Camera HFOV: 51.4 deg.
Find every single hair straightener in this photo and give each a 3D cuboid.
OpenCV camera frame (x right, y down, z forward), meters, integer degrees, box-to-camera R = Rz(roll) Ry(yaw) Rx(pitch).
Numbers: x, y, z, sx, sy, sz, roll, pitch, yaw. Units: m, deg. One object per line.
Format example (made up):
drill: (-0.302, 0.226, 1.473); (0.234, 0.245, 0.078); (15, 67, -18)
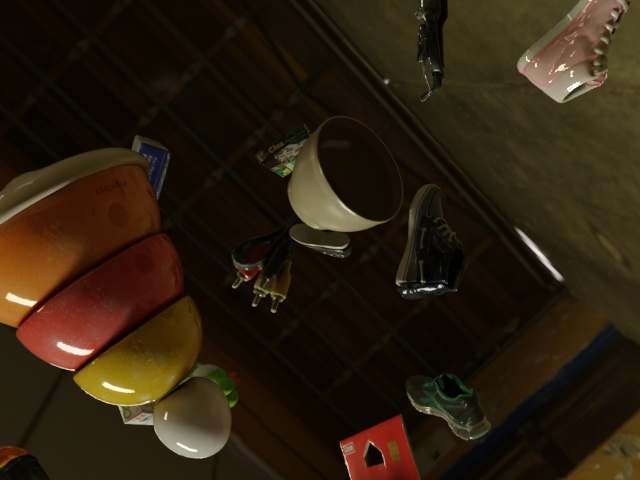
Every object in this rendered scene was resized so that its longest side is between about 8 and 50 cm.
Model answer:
hair straightener: (0.165, -0.340, 1.064); (0.047, 0.230, 0.089); (3, -179, 37)

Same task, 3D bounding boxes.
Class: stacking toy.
stacking toy: (-0.303, 0.133, 1.013); (0.480, 0.350, 0.350); (55, -175, 1)

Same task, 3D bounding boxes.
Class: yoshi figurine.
yoshi figurine: (-0.379, 0.403, 1.807); (0.362, 0.203, 0.203); (-1, 147, 47)

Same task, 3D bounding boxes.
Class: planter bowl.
planter bowl: (0.022, -0.078, 0.940); (0.162, 0.109, 0.162); (23, -128, -34)

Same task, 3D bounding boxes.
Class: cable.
cable: (-0.078, 0.001, 1.377); (0.139, 0.287, 0.072); (32, 156, 3)

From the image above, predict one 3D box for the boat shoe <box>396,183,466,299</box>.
boat shoe: (0.315, -0.004, 1.740); (0.158, 0.340, 0.127); (-8, 149, 43)

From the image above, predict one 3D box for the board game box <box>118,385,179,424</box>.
board game box: (-0.400, 0.251, 1.436); (0.305, 0.053, 0.193); (60, -172, 24)

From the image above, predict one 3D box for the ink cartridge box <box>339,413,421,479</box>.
ink cartridge box: (0.080, 0.391, 0.897); (0.296, 0.066, 0.261); (120, 133, -63)

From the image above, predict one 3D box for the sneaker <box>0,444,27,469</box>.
sneaker: (-0.724, 0.495, 1.446); (0.067, 0.175, 0.064); (-109, 4, -47)

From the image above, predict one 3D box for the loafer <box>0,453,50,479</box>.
loafer: (-0.351, 0.312, 0.702); (0.061, 0.170, 0.062); (37, 178, 20)

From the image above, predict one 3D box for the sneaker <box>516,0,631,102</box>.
sneaker: (0.251, -0.181, 0.600); (0.051, 0.134, 0.070); (2, -131, -58)

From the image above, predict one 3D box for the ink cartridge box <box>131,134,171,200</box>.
ink cartridge box: (-0.419, -0.064, 1.471); (0.071, 0.324, 0.330); (17, -174, -19)

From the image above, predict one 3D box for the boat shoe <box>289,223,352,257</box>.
boat shoe: (-0.001, 0.001, 1.280); (0.133, 0.049, 0.042); (14, 148, 27)

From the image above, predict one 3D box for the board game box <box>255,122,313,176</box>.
board game box: (-0.067, -0.212, 1.604); (0.030, 0.136, 0.260); (57, -175, 6)

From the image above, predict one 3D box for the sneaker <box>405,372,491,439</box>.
sneaker: (0.184, 0.224, 0.983); (0.166, 0.065, 0.076); (18, 128, 57)
